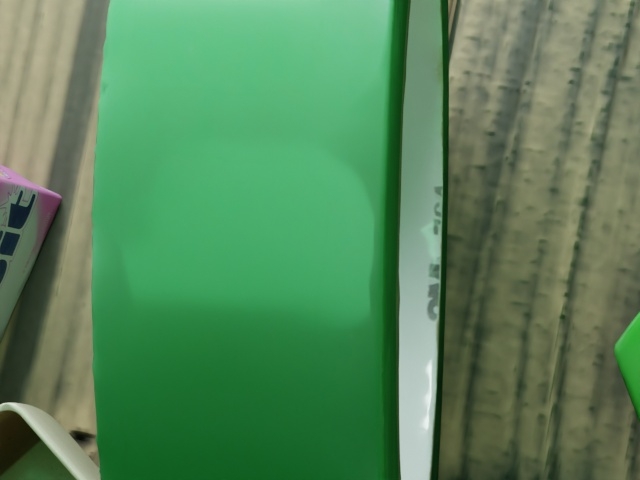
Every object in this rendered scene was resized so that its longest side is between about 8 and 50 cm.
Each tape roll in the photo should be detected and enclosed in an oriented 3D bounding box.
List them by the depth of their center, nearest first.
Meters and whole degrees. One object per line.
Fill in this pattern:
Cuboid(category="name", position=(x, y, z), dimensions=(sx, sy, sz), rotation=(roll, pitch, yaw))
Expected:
Cuboid(category="tape roll", position=(0.000, 0.000, 0.526), dimensions=(0.077, 0.321, 0.321), rotation=(1, 87, 7))

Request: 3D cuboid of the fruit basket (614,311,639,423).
Cuboid(category="fruit basket", position=(0.316, 0.068, 0.446), dimensions=(0.283, 0.392, 0.392), rotation=(-20, 83, -28))

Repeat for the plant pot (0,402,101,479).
Cuboid(category="plant pot", position=(-0.125, 0.136, 0.644), dimensions=(0.109, 0.096, 0.109), rotation=(-42, 90, 3))

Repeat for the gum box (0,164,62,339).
Cuboid(category="gum box", position=(-0.186, 0.040, 0.656), dimensions=(0.062, 0.107, 0.188), rotation=(23, 90, 8))
